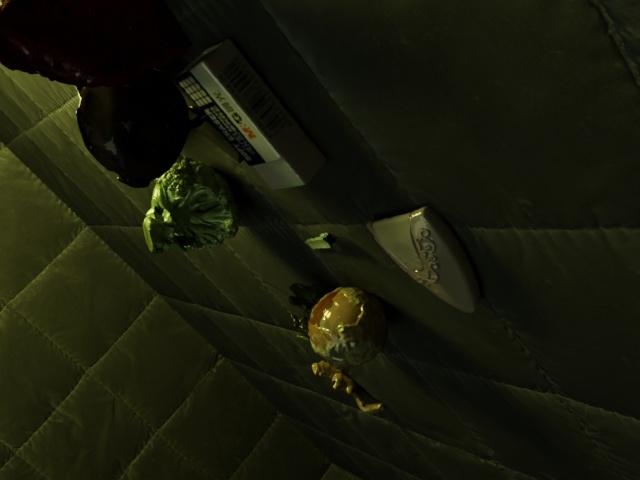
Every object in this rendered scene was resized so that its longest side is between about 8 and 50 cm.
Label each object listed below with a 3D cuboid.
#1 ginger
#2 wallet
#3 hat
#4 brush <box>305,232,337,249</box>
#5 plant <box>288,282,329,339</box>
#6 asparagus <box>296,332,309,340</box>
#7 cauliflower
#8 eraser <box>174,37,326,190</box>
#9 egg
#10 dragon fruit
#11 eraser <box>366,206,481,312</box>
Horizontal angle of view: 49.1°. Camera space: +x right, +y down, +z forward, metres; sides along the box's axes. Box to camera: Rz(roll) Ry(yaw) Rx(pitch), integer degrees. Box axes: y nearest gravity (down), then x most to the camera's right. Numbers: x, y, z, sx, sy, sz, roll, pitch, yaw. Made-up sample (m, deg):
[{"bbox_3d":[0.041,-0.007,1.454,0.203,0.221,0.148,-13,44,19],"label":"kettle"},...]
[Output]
[{"bbox_3d":[0.092,0.498,2.363,0.288,0.075,0.089,39,-160,-1],"label":"ginger"},{"bbox_3d":[-0.231,-0.230,1.523,0.156,0.018,0.082,37,160,8],"label":"wallet"},{"bbox_3d":[-0.339,-0.280,1.368,0.209,0.238,0.336,-9,92,30],"label":"hat"},{"bbox_3d":[0.000,0.000,1.590,0.033,0.030,0.178,36,170,-10],"label":"brush"},{"bbox_3d":[0.001,0.196,1.830,0.142,0.131,0.203,14,146,55],"label":"plant"},{"bbox_3d":[-0.034,0.326,2.307,0.127,0.018,0.015,11,105,47],"label":"asparagus"},{"bbox_3d":[-0.342,-0.070,1.714,0.272,0.250,0.275,2,133,55],"label":"cauliflower"},{"bbox_3d":[-0.123,-0.219,1.270,0.287,0.086,0.130,49,156,-22],"label":"eraser"},{"bbox_3d":[0.065,0.207,1.663,0.195,0.195,0.233,40,167,0],"label":"egg"},{"bbox_3d":[-0.443,-0.408,1.200,0.302,0.330,0.240,34,137,22],"label":"dragon fruit"},{"bbox_3d":[0.204,0.047,1.282,0.243,0.059,0.204,49,158,-11],"label":"eraser"}]
